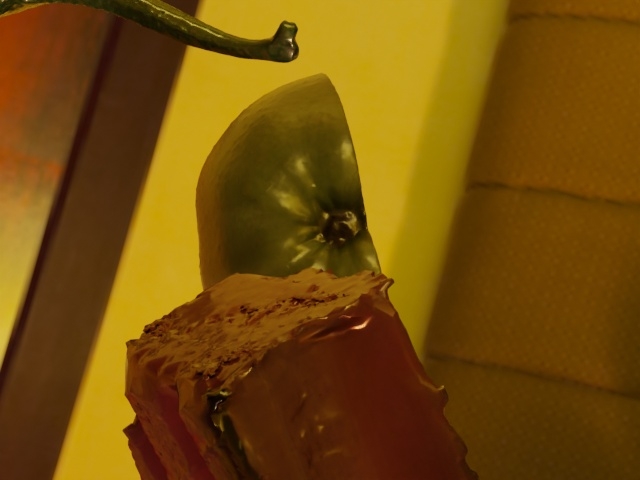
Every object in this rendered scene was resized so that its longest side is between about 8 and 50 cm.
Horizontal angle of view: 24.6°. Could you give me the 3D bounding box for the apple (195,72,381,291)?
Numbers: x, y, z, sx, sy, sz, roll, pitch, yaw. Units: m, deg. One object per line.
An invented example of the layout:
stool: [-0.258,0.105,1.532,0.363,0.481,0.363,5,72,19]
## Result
apple: [0.000,0.000,1.629,0.311,0.320,0.360,-56,-3,-6]

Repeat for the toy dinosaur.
toy dinosaur: [-0.250,-0.187,1.215,0.447,0.301,0.087,-22,33,45]

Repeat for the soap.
soap: [0.010,0.156,0.677,0.182,0.112,0.289,14,129,67]
